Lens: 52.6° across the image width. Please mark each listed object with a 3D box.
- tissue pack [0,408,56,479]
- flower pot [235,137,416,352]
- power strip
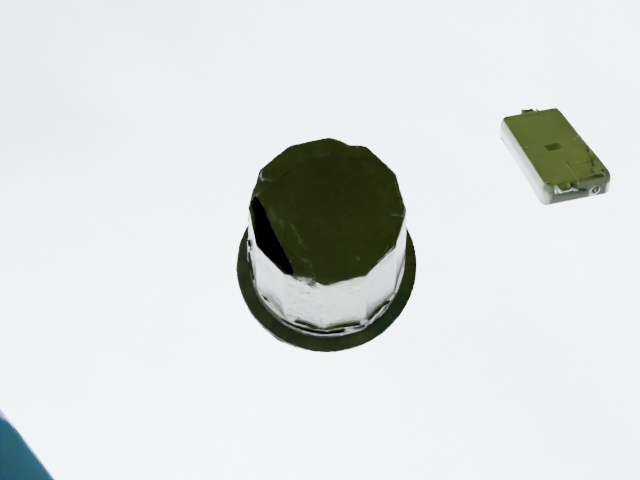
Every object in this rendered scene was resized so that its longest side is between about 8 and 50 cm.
[{"bbox_3d":[-0.271,0.169,0.366,0.263,0.198,0.146,52,-157,3],"label":"tissue pack"},{"bbox_3d":[0.000,0.000,0.674,0.213,0.202,0.212,-1,-107,4],"label":"flower pot"},{"bbox_3d":[0.287,-0.109,0.804,0.082,0.035,0.192,-10,-143,3],"label":"power strip"}]
